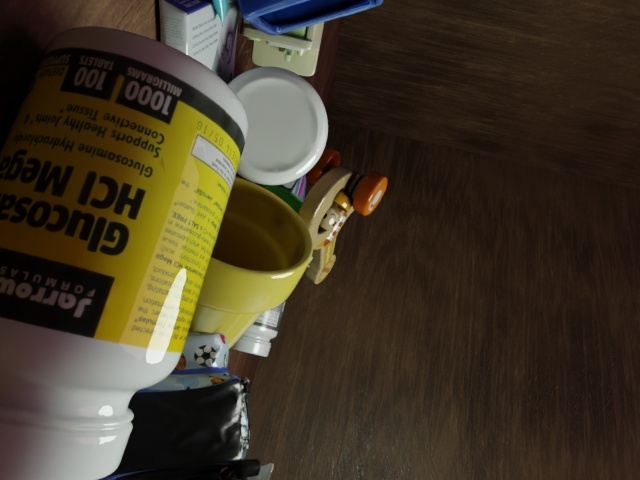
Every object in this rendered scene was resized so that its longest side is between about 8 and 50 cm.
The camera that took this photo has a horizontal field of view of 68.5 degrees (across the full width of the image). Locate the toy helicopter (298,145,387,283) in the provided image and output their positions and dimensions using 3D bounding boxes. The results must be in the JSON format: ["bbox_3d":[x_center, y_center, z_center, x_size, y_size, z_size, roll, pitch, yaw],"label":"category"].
[{"bbox_3d":[0.000,0.000,0.964,0.235,0.140,0.355,-50,162,-28],"label":"toy helicopter"}]

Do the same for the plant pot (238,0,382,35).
[{"bbox_3d":[-0.026,-0.489,0.781,0.236,0.236,0.212,-68,144,-73],"label":"plant pot"}]

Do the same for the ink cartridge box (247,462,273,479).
[{"bbox_3d":[-0.224,0.465,0.554,0.091,0.385,0.308,58,15,-11],"label":"ink cartridge box"}]

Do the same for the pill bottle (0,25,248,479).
[{"bbox_3d":[-0.193,0.011,0.409,0.188,0.188,0.334,94,9,-76],"label":"pill bottle"}]

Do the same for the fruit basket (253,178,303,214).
[{"bbox_3d":[-0.141,-0.015,1.147,0.327,0.165,0.353,-53,-179,-9],"label":"fruit basket"}]

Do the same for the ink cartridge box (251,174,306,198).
[{"bbox_3d":[-0.146,-0.081,1.562,0.395,0.151,0.270,102,2,-62],"label":"ink cartridge box"}]

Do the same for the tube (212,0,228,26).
[{"bbox_3d":[-0.146,-0.387,0.605,0.207,0.052,0.080,79,18,-66],"label":"tube"}]

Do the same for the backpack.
[{"bbox_3d":[-0.215,0.228,0.618,0.263,0.276,0.213,106,-14,-64],"label":"backpack"}]

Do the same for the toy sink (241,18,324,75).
[{"bbox_3d":[-0.074,-0.473,0.990,0.131,0.153,0.234,-72,175,-64],"label":"toy sink"}]

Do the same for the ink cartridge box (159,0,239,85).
[{"bbox_3d":[-0.176,-0.314,0.710,0.223,0.045,0.224,-74,176,-52],"label":"ink cartridge box"}]

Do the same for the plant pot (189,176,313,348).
[{"bbox_3d":[-0.174,0.053,0.761,0.239,0.254,0.254,-60,-174,29],"label":"plant pot"}]

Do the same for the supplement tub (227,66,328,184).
[{"bbox_3d":[-0.100,-0.206,0.880,0.272,0.191,0.191,-135,-123,-75],"label":"supplement tub"}]

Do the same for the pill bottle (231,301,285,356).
[{"bbox_3d":[-0.209,0.240,1.604,0.161,0.161,0.283,94,10,-76],"label":"pill bottle"}]
